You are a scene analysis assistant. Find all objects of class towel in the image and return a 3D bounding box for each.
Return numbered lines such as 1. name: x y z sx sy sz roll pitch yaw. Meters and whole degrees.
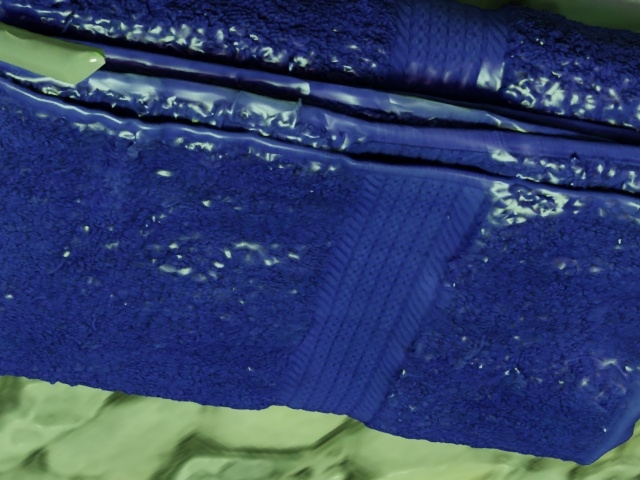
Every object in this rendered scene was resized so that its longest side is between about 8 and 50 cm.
1. towel: 0.000 0.000 0.761 0.308 0.076 0.227 10 135 -9

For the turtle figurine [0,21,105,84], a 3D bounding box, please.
1. turtle figurine: -0.251 -0.105 0.540 0.266 0.198 0.274 -24 91 47
